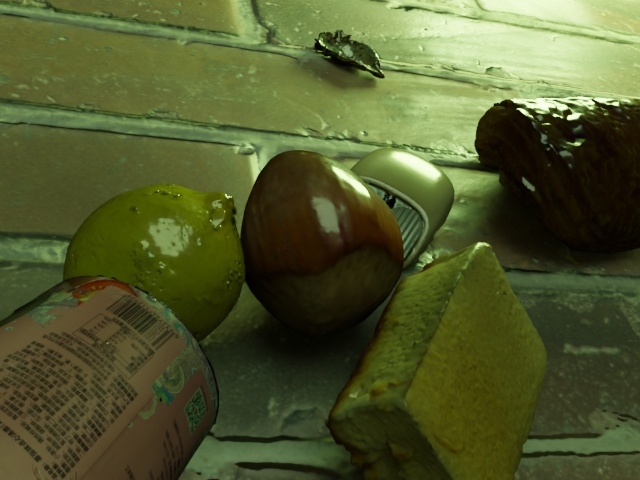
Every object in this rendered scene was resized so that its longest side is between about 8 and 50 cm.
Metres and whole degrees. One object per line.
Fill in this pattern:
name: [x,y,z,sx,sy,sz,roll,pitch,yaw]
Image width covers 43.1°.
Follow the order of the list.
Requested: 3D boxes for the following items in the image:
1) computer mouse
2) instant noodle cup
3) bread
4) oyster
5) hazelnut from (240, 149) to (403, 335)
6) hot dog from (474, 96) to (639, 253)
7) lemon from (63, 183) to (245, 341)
computer mouse: [0.095,-0.049,1.076,0.145,0.082,0.236,32,42,12]
instant noodle cup: [-0.219,0.161,0.628,0.243,0.243,0.231,28,36,9]
bread: [0.129,0.145,0.819,0.185,0.114,0.275,57,40,-17]
oyster: [0.047,-0.313,1.373,0.086,0.029,0.132,-20,58,-29]
hazelnut: [0.000,0.000,0.888,0.176,0.214,0.214,-10,45,2]
hot dog: [0.402,-0.115,1.206,0.387,0.174,0.267,-5,51,-31]
lemon: [-0.162,0.028,0.813,0.173,0.206,0.173,43,17,-16]
